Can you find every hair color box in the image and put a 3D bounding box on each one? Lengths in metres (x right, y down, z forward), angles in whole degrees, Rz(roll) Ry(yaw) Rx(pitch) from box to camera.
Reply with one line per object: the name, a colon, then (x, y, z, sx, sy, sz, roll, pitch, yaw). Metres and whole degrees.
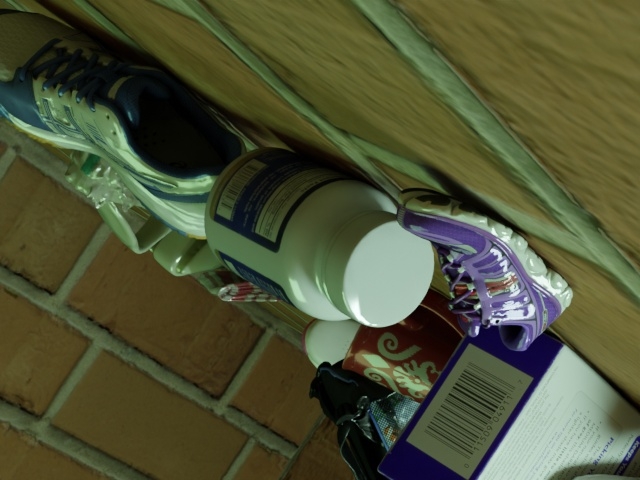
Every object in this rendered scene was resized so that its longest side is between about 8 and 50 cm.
hair color box: (0.218, 0.218, 1.508, 0.110, 0.185, 0.339, 29, 172, 45)

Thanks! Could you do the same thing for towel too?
towel: (-0.031, 0.047, 1.774, 0.197, 0.029, 0.144, 1, -177, -14)

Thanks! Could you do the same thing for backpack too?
backpack: (0.126, 0.254, 1.969, 0.276, 0.213, 0.263, -146, 36, -81)

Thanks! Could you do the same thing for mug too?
mug: (0.121, 0.123, 1.647, 0.169, 0.113, 0.150, 29, 176, 7)

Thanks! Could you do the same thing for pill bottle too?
pill bottle: (0.000, 0.000, 1.246, 0.112, 0.112, 0.187, 38, 173, -37)

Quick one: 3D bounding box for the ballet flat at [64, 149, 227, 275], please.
ballet flat: (-0.156, -0.038, 1.716, 0.147, 0.147, 0.409, 31, 174, 28)

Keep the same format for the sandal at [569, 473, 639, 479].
sandal: (0.308, 0.273, 1.481, 0.265, 0.102, 0.076, 6, -157, -42)

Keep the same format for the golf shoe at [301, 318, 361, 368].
golf shoe: (0.117, 0.190, 2.343, 0.306, 0.115, 0.140, 27, 164, 2)

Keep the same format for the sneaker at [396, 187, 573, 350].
sneaker: (0.106, 0.024, 1.061, 0.170, 0.071, 0.068, 39, 173, -38)

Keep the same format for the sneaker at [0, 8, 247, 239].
sneaker: (-0.178, -0.125, 1.367, 0.296, 0.112, 0.131, 32, 157, 3)
